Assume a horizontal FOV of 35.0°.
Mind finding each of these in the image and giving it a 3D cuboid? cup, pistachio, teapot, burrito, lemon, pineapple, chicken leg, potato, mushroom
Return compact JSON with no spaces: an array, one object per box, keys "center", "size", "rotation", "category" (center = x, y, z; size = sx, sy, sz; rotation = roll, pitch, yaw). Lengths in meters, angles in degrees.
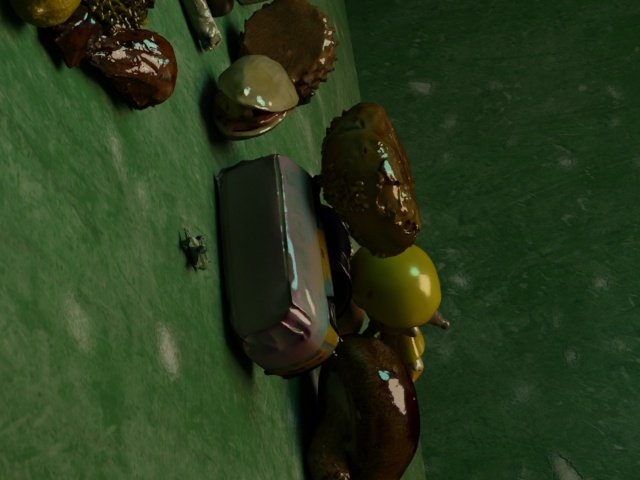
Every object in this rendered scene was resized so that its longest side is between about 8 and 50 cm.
[{"center":[-0.002,0.009,2.000],"size":[0.178,0.255,0.256],"rotation":[31,23,-12],"category":"cup"},{"center":[-0.126,-0.260,1.895],"size":[0.229,0.157,0.157],"rotation":[-65,141,-63],"category":"pistachio"},{"center":[-0.206,-0.460,1.963],"size":[0.121,0.076,0.068],"rotation":[-57,150,-37],"category":"teapot"},{"center":[-0.231,-0.436,1.869],"size":[0.058,0.045,0.188],"rotation":[39,-28,64],"category":"burrito"},{"center":[-0.312,-0.284,1.149],"size":[0.110,0.082,0.082],"rotation":[-77,152,-54],"category":"lemon"},{"center":[-0.069,-0.396,2.285],"size":[0.357,0.223,0.222],"rotation":[89,-10,-81],"category":"pineapple"},{"center":[-0.269,-0.242,1.337],"size":[0.304,0.093,0.113],"rotation":[6,82,-74],"category":"chicken leg"},{"center":[0.021,0.157,2.205],"size":[0.146,0.150,0.234],"rotation":[-67,163,11],"category":"potato"},{"center":[0.087,0.351,2.060],"size":[0.239,0.345,0.345],"rotation":[20,45,-27],"category":"mushroom"}]

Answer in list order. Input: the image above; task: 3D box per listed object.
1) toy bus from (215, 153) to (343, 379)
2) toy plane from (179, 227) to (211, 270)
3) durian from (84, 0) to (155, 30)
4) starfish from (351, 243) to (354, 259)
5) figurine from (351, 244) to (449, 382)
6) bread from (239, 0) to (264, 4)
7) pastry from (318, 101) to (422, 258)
[{"center":[-0.085,0.039,1.760],"size":[0.162,0.171,0.386],"rotation":[38,37,-51],"category":"toy bus"},{"center":[-0.188,0.018,1.560],"size":[0.083,0.033,0.080],"rotation":[66,1,-47],"category":"toy plane"},{"center":[-0.261,-0.398,1.405],"size":[0.237,0.138,0.193],"rotation":[64,16,-52],"category":"durian"},{"center":[-0.007,-0.020,2.270],"size":[0.293,0.084,0.301],"rotation":[49,-15,-30],"category":"starfish"},{"center":[0.155,0.144,2.125],"size":[0.215,0.187,0.343],"rotation":[39,-25,33],"category":"figurine"},{"center":[-0.135,-0.631,2.352],"size":[0.134,0.141,0.148],"rotation":[-54,132,-81],"category":"bread"},{"center":[0.085,-0.110,1.890],"size":[0.310,0.162,0.255],"rotation":[-94,163,-57],"category":"pastry"}]
